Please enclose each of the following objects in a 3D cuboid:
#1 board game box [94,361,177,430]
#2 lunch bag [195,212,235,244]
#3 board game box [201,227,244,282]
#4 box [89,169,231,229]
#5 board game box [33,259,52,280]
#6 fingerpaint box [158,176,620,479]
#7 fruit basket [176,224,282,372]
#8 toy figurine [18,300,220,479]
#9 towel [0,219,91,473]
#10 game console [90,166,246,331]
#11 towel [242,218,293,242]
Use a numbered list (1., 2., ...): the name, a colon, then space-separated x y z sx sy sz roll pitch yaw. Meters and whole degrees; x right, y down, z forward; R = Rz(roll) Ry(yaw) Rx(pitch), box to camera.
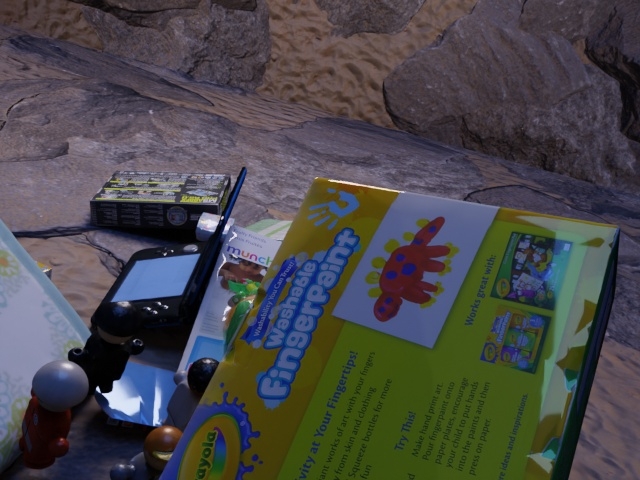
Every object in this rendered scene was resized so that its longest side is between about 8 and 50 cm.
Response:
1. board game box: -0.237 0.228 1.054 0.169 0.033 0.133 17 21 -19
2. lunch bag: -0.212 -0.021 1.517 0.071 0.053 0.083 11 12 -5
3. board game box: -0.169 0.031 1.550 0.160 0.047 0.210 11 21 -7
4. box: -0.342 -0.092 1.660 0.270 0.060 0.216 2 23 -1
5. board game box: -0.544 0.063 1.267 0.103 0.026 0.154 21 23 16
6. fingerpaint box: 0.086 0.170 0.825 0.371 0.163 0.445 11 59 25
7. fruit basket: -0.020 0.124 1.163 0.327 0.165 0.353 20 44 -6
8. toy figurine: -0.228 0.194 0.904 0.209 0.148 0.213 29 29 2
9. towel: -0.466 0.100 0.923 0.374 0.090 0.320 53 26 -7
10. game console: -0.251 0.007 1.293 0.250 0.173 0.293 -6 23 5
11. towel: 0.000 0.000 1.515 0.325 0.038 0.248 5 12 15
